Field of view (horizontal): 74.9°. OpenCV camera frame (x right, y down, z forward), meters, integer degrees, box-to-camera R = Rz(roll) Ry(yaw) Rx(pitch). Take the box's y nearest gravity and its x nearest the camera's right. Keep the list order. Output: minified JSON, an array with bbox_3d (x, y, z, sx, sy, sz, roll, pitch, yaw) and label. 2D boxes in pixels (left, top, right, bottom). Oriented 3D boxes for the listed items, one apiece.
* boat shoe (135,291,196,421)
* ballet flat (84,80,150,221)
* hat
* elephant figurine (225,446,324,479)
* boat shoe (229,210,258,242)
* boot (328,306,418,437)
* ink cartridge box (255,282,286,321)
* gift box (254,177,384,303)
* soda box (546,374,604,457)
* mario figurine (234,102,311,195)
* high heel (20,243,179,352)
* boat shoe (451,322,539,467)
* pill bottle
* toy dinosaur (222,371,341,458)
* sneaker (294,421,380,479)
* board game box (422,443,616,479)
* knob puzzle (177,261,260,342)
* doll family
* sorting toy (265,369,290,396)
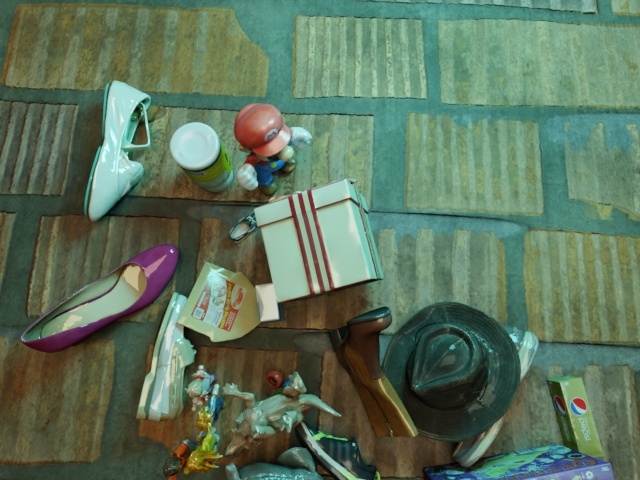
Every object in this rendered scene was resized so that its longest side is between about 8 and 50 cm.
[{"bbox_3d":[-0.364,0.284,1.033,0.103,0.113,0.303,15,76,-18],"label":"boat shoe"},{"bbox_3d":[-0.536,-0.242,1.132,0.138,0.139,0.401,3,77,0],"label":"ballet flat"},{"bbox_3d":[0.280,0.290,0.951,0.330,0.134,0.332,-9,67,22],"label":"hat"},{"bbox_3d":[-0.064,0.557,0.942,0.239,0.186,0.170,-13,72,3],"label":"elephant figurine"},{"bbox_3d":[-0.197,-0.044,1.128,0.125,0.038,0.046,-40,81,-8],"label":"boat shoe"},{"bbox_3d":[0.133,0.308,0.943,0.096,0.264,0.281,-13,69,-36],"label":"boot"},{"bbox_3d":[-0.123,0.158,1.045,0.052,0.122,0.089,-9,78,2],"label":"ink cartridge box"},{"bbox_3d":[0.000,0.000,1.020,0.254,0.276,0.259,-15,82,10],"label":"gift box"},{"bbox_3d":[0.622,0.430,1.022,0.058,0.061,0.182,-10,79,-3],"label":"soda box"},{"bbox_3d":[-0.109,-0.201,1.017,0.169,0.320,0.198,1,79,0],"label":"mario figurine"},{"bbox_3d":[-0.516,0.134,1.016,0.127,0.181,0.377,44,81,8],"label":"high heel"},{"bbox_3d":[0.399,0.364,1.018,0.130,0.132,0.356,27,77,28],"label":"boat shoe"},{"bbox_3d":[-0.295,-0.203,1.074,0.119,0.208,0.119,0,79,0],"label":"pill bottle"},{"bbox_3d":[-0.098,0.396,0.959,0.295,0.200,0.127,-14,56,3],"label":"toy dinosaur"},{"bbox_3d":[0.040,0.507,1.007,0.234,0.084,0.097,43,61,5],"label":"sneaker"},{"bbox_3d":[0.420,0.524,0.928,0.346,0.208,0.056,-9,79,-3],"label":"board game box"},{"bbox_3d":[-0.239,0.170,1.069,0.212,0.030,0.214,10,65,-22],"label":"knob puzzle"},{"bbox_3d":[-0.267,0.432,0.964,0.118,0.163,0.263,13,78,2],"label":"doll family"},{"bbox_3d":[-0.093,0.364,1.045,0.061,0.042,0.102,-30,89,30],"label":"sorting toy"}]
